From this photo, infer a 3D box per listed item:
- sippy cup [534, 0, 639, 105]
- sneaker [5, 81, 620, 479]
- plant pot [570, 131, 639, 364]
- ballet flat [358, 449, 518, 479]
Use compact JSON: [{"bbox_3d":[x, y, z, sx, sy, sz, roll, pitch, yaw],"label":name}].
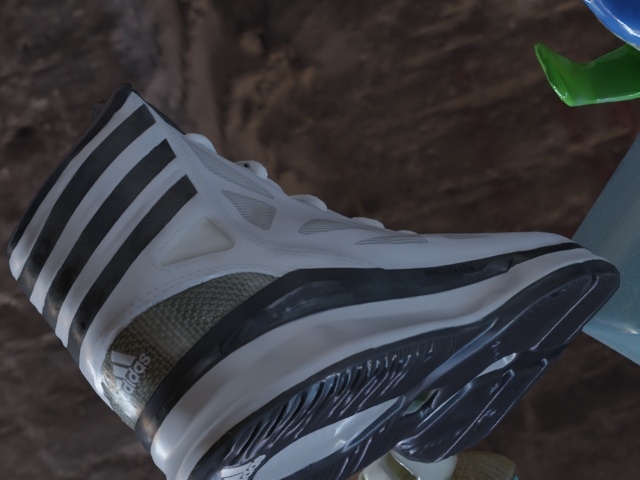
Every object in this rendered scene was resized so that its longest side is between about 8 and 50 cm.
[{"bbox_3d":[0.311,-0.217,1.190,0.240,0.306,0.224,30,-163,35],"label":"sippy cup"},{"bbox_3d":[0.000,-0.001,0.916,0.169,0.257,0.447,-53,158,23],"label":"sneaker"},{"bbox_3d":[0.377,0.037,1.451,0.247,0.247,0.252,-59,-179,12],"label":"plant pot"},{"bbox_3d":[0.069,0.257,1.340,0.116,0.124,0.342,-45,-178,39],"label":"ballet flat"}]
